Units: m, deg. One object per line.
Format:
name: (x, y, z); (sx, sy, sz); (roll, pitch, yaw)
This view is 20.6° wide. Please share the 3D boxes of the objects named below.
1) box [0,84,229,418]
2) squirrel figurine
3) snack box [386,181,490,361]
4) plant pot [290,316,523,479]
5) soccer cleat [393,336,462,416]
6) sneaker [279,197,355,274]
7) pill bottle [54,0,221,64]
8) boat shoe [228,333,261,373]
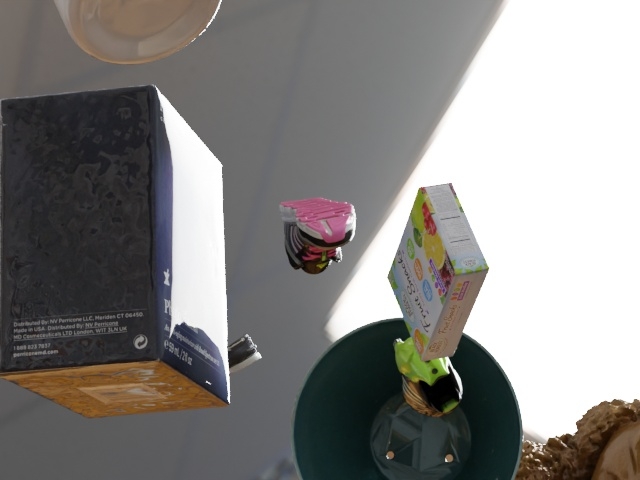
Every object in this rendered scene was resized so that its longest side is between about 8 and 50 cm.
box: (-0.216, 0.020, 1.895); (0.296, 0.182, 0.294); (52, -147, -73)
squirrel figurine: (0.391, 0.420, 2.387); (0.281, 0.397, 0.370); (30, -80, -36)
snack box: (0.105, 0.030, 1.604); (0.037, 0.100, 0.141); (-8, -34, -18)
plant pot: (0.121, 0.252, 2.278); (0.290, 0.290, 0.195); (-54, -12, -1)
soccer cleat: (0.116, 0.151, 1.783); (0.060, 0.072, 0.179); (-32, -29, -2)
sneaker: (0.000, 0.000, 1.831); (0.063, 0.170, 0.075); (-11, -80, -14)
pill bottle: (-0.174, -0.260, 1.422); (0.131, 0.229, 0.131); (-17, -39, -14)
boat shoe: (-0.134, 0.155, 2.130); (0.125, 0.038, 0.046); (-28, -2, -3)
